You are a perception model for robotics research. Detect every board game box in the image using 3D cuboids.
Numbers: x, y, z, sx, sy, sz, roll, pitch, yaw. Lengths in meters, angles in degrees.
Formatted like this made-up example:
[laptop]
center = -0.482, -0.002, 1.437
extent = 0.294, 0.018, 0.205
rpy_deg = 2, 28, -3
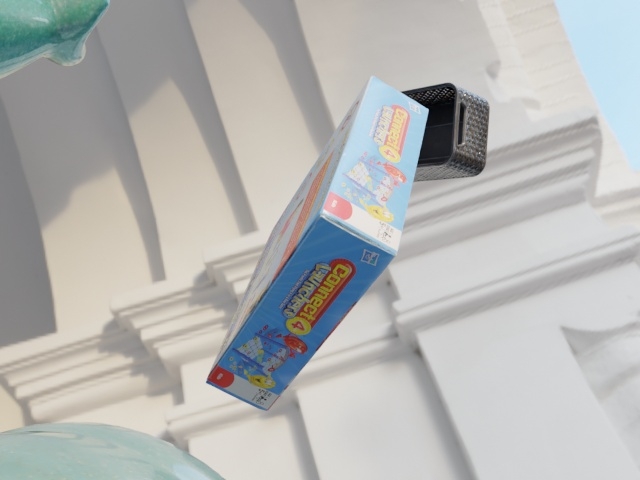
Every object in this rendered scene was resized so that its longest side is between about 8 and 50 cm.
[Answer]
[board game box]
center = 0.000, 0.000, 0.918
extent = 0.086, 0.308, 0.302
rpy_deg = 29, -51, -8

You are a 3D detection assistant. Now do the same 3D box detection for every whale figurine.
[whale figurine]
center = -0.316, -0.183, 0.665
extent = 0.272, 0.141, 0.216
rpy_deg = -5, -29, -43

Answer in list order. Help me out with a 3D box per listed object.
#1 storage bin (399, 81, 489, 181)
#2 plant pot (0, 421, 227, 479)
[storage bin]
center = 0.154, -0.158, 1.145
extent = 0.084, 0.121, 0.180
rpy_deg = 10, -8, -43
[plant pot]
center = -0.157, 0.212, 0.278
extent = 0.293, 0.293, 0.196
rpy_deg = -27, -21, 8
